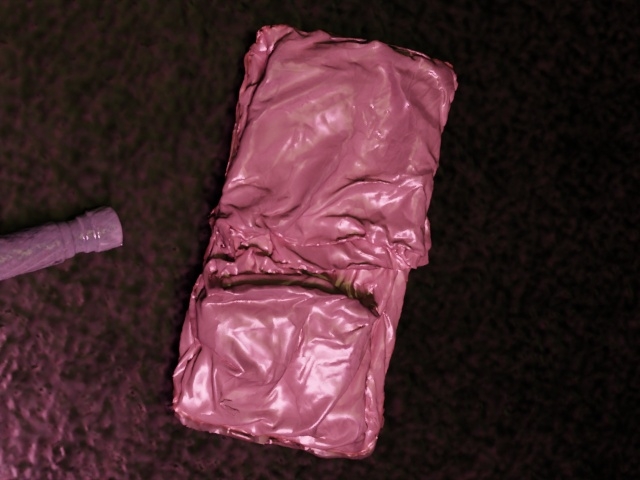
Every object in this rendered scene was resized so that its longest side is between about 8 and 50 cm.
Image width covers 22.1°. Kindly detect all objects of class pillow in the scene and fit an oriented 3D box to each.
[{"bbox_3d":[0.000,0.000,0.960,0.135,0.049,0.248,14,85,-15],"label":"pillow"}]

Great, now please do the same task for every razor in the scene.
[{"bbox_3d":[-0.218,0.024,0.887,0.232,0.068,0.106,-16,99,-24],"label":"razor"}]
